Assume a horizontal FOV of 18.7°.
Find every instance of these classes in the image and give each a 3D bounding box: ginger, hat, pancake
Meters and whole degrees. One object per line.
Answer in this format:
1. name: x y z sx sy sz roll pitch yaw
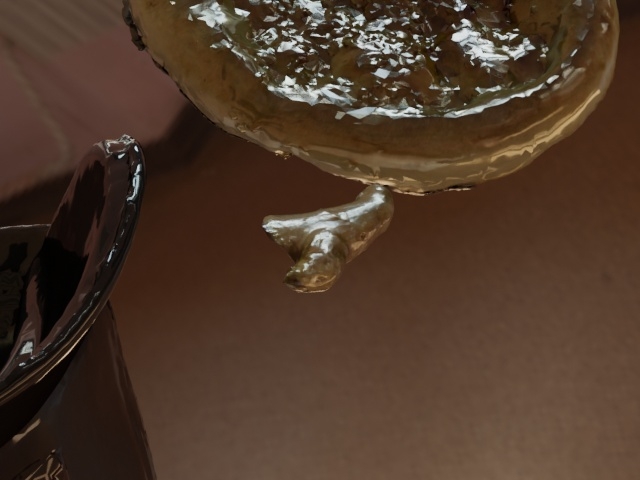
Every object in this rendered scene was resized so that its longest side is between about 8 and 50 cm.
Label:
1. ginger: -0.001 0.001 0.914 0.097 0.048 0.030 -45 -34 -52
2. hat: -0.126 0.108 0.598 0.238 0.209 0.336 -27 7 -25
3. pancake: 0.038 -0.196 1.474 0.071 0.382 0.382 96 -171 -52
